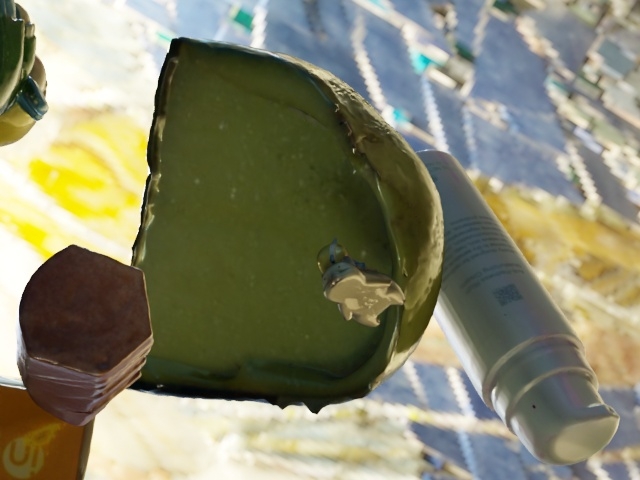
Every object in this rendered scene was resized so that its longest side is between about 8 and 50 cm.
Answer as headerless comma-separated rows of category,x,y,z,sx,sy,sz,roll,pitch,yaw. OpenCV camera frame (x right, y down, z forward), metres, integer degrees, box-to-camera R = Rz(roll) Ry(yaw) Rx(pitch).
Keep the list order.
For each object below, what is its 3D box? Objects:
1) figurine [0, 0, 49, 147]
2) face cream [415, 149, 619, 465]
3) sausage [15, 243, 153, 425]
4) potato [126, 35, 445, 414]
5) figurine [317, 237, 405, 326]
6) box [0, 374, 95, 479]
figurine,-0.345,-0.194,1.723,0.234,0.127,0.185,28,-122,-84
face cream,0.153,0.060,1.465,0.102,0.102,0.345,-53,42,26
sausage,-0.113,0.049,0.786,0.169,0.065,0.065,127,167,-73
potato,0.000,0.000,1.433,0.212,0.280,0.330,-16,-59,-56
figurine,0.024,0.030,1.254,0.047,0.083,0.050,-42,51,8
box,-0.284,0.112,0.984,0.221,0.273,0.091,161,119,-75
